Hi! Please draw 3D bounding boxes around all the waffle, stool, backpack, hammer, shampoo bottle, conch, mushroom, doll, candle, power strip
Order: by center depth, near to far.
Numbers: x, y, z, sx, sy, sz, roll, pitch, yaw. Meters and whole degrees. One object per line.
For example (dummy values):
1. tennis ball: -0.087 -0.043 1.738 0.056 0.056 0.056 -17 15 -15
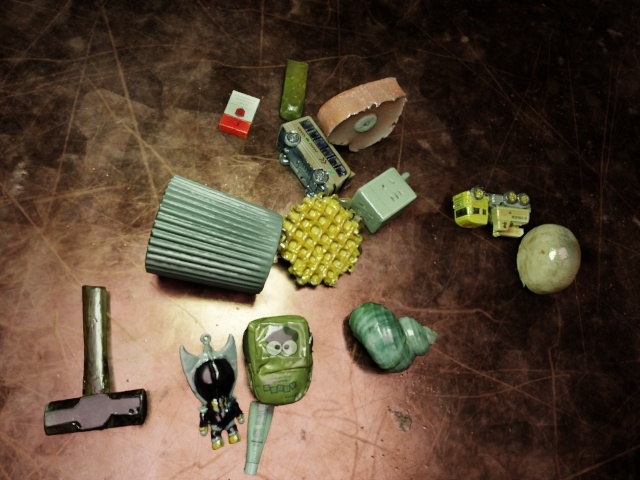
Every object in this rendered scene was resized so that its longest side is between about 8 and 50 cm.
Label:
1. hammer: -0.617 0.317 1.293 0.243 0.095 0.408 -6 67 -14
2. doll: -0.289 0.415 1.307 0.146 0.103 0.315 -14 82 0
3. shampoo bottle: -0.178 0.555 1.312 0.069 0.041 0.190 14 69 -14
4. backpack: -0.121 0.345 1.353 0.207 0.140 0.253 -2 78 -13
5. stool: -0.301 -0.004 1.365 0.331 0.297 0.296 16 68 -11
6. conch: 0.220 0.296 1.431 0.278 0.195 0.220 0 38 14
7. waffle: 0.009 -0.004 1.503 0.330 0.062 0.328 0 90 -26
8. candle: 0.147 -0.439 1.576 0.317 0.287 0.131 -8 69 -54
9. power strip: 0.232 -0.150 1.600 0.224 0.139 0.140 -34 79 -21
10. mushroom: 0.821 0.059 1.624 0.195 0.189 0.253 12 72 -5

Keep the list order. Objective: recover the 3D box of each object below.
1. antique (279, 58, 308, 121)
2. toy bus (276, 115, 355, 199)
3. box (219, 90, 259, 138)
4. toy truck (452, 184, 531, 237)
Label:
1. antique: -0.099 -0.542 1.703 0.082 0.080 0.220 8 69 -11
2. toy bus: -0.021 -0.273 1.595 0.157 0.139 0.289 -30 75 -25
3. box: -0.285 -0.444 1.647 0.100 0.048 0.151 17 66 -4
4. toy truck: 0.617 -0.095 1.675 0.273 0.124 0.156 6 80 -13
